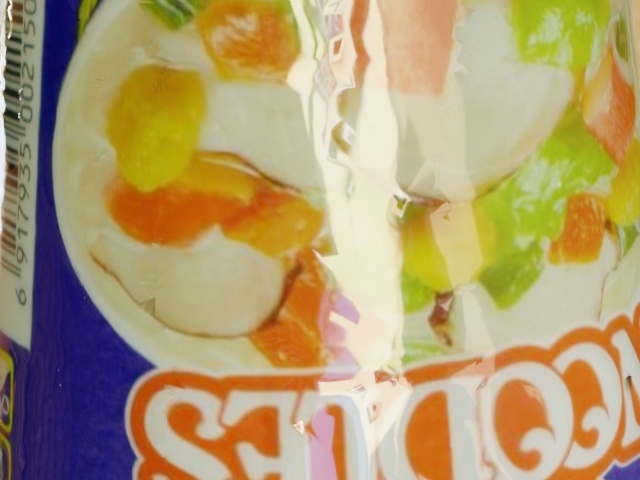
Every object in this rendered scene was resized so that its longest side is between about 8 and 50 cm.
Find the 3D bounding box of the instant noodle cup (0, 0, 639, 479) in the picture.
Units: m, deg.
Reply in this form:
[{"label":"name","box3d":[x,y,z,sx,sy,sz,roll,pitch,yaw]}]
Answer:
[{"label":"instant noodle cup","box3d":[0.000,0.000,0.541,0.284,0.284,0.312,-156,60,-63]}]
